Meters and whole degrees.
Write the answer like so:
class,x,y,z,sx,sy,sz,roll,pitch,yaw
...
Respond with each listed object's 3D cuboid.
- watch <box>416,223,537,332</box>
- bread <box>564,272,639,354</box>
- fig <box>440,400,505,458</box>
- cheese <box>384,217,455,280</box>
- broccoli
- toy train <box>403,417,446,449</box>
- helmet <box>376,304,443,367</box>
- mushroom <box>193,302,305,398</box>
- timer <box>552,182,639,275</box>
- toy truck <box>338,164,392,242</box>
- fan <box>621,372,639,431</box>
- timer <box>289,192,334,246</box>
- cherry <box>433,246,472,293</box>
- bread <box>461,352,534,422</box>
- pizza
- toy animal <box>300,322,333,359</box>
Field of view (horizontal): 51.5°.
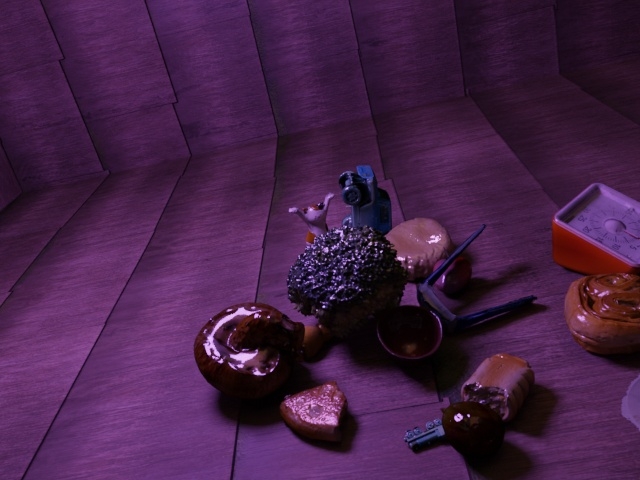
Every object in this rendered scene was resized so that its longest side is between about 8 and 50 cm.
class,x,y,z,sx,sy,sz,roll,pitch,yaw
watch,0.373,0.096,1.733,0.275,0.068,0.276,-20,51,-9
bread,0.656,0.164,1.500,0.198,0.120,0.236,-4,26,18
fig,0.289,0.363,1.310,0.109,0.103,0.155,17,4,-20
cheese,0.285,0.029,1.983,0.214,0.117,0.226,-23,30,-5
broccoli,0.058,0.129,1.698,0.375,0.302,0.249,-17,19,40
toy train,0.216,0.398,1.355,0.092,0.029,0.045,-21,42,-6
helmet,0.214,0.247,1.574,0.155,0.106,0.175,-12,36,-7
mushroom,-0.160,0.268,1.618,0.283,0.195,0.263,-17,28,35
timer,0.781,-0.011,1.764,0.257,0.161,0.250,-32,38,-34
toy truck,0.143,-0.095,2.119,0.156,0.278,0.155,-5,25,-1
fan,0.775,0.279,1.325,0.415,0.012,0.233,-33,32,-30
timer,0.000,0.000,2.006,0.175,0.266,0.175,-12,26,6
cherry,0.359,0.096,1.836,0.106,0.087,0.126,11,53,41
bread,0.375,0.309,1.388,0.119,0.084,0.177,11,34,39
pizza,-0.002,0.375,1.485,0.182,0.062,0.161,-1,34,36
toy animal,-0.002,0.240,1.740,0.070,0.083,0.159,21,33,40
